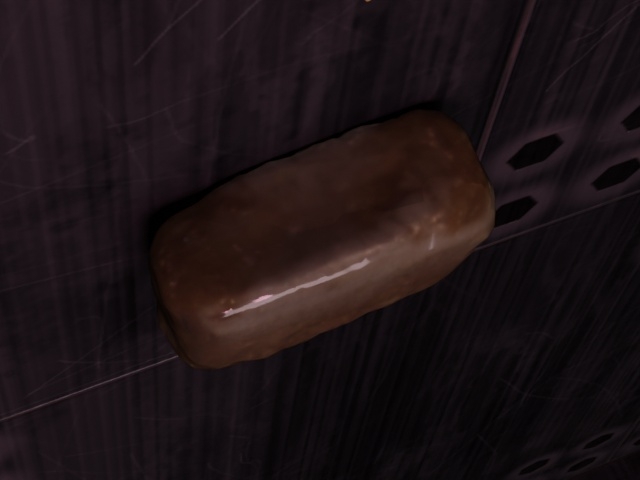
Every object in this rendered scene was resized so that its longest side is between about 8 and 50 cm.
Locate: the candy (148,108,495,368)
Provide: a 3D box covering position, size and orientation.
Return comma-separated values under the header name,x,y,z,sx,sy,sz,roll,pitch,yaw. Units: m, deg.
name,x,y,z,sx,sy,sz,roll,pitch,yaw
candy,0.000,0.000,1.073,0.234,0.102,0.104,-20,157,-10
